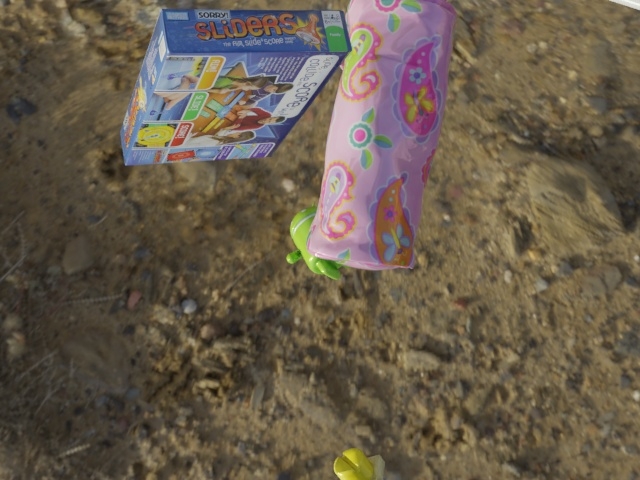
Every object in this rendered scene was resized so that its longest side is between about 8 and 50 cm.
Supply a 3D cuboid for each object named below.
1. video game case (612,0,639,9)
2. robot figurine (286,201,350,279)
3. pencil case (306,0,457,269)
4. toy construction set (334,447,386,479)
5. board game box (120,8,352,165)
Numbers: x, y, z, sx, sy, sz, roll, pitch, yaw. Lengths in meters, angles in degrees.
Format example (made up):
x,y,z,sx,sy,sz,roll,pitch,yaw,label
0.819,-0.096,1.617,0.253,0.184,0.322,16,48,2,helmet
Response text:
x,y,z,sx,sy,sz,roll,pitch,yaw,label
0.182,-0.181,0.353,0.173,0.022,0.191,31,121,32,video game case
0.000,0.000,1.234,0.101,0.115,0.067,-42,145,16,robot figurine
0.061,-0.112,0.897,0.124,0.124,0.284,9,94,0,pencil case
0.042,0.313,0.626,0.215,0.328,0.151,-3,143,45,toy construction set
-0.075,-0.114,0.690,0.136,0.201,0.035,-5,75,-23,board game box
